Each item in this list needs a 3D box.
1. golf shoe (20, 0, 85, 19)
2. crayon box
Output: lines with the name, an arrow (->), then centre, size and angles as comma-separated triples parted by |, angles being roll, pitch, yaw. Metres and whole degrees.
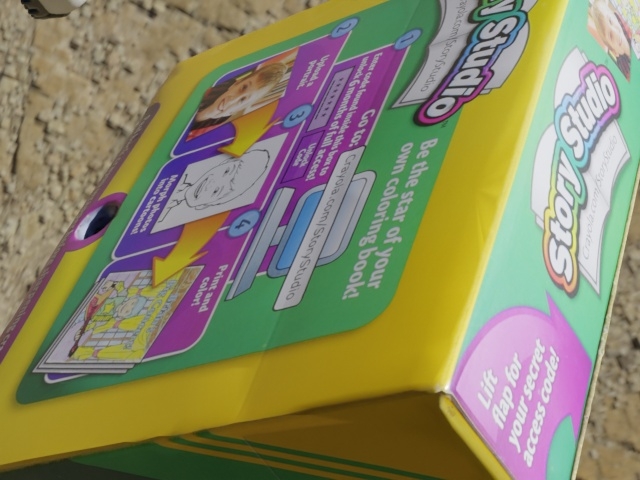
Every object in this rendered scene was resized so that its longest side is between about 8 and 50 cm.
golf shoe -> -0.125, -0.238, 0.802 | 0.120, 0.273, 0.105 | 12, 45, -8
crayon box -> 0.000, 0.000, 0.698 | 0.106, 0.313, 0.363 | 54, 40, -28
